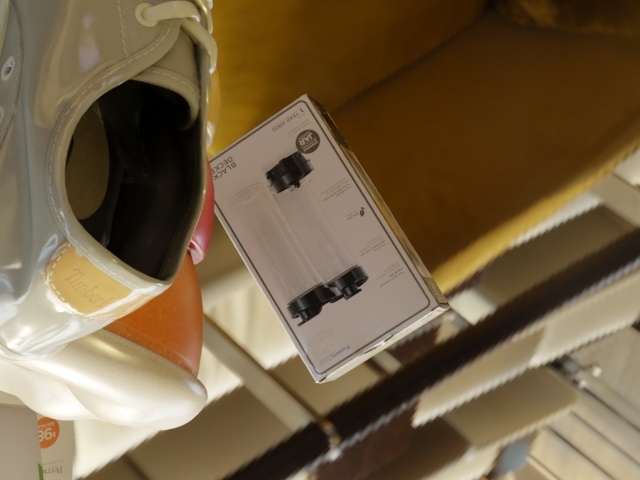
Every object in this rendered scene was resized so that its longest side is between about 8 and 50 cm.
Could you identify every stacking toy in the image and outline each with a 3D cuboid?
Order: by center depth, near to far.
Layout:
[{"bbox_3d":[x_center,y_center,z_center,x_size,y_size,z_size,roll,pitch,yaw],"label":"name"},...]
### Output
[{"bbox_3d":[-0.201,-0.103,1.080,0.350,0.351,0.479,43,60,-57],"label":"stacking toy"}]

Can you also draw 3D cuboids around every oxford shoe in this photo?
[{"bbox_3d":[-0.120,-0.144,0.769,0.169,0.130,0.449,37,52,-51],"label":"oxford shoe"}]

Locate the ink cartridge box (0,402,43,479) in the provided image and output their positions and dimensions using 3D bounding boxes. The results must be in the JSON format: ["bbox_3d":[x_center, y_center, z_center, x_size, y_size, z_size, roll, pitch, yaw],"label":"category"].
[{"bbox_3d":[-0.380,0.303,1.389,0.093,0.160,0.219,9,135,-30],"label":"ink cartridge box"}]

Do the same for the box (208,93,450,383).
[{"bbox_3d":[0.000,0.000,1.458,0.169,0.290,0.087,-34,169,9],"label":"box"}]

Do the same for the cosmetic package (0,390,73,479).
[{"bbox_3d":[-0.517,0.212,1.707,0.377,0.097,0.284,-4,101,-40],"label":"cosmetic package"}]
